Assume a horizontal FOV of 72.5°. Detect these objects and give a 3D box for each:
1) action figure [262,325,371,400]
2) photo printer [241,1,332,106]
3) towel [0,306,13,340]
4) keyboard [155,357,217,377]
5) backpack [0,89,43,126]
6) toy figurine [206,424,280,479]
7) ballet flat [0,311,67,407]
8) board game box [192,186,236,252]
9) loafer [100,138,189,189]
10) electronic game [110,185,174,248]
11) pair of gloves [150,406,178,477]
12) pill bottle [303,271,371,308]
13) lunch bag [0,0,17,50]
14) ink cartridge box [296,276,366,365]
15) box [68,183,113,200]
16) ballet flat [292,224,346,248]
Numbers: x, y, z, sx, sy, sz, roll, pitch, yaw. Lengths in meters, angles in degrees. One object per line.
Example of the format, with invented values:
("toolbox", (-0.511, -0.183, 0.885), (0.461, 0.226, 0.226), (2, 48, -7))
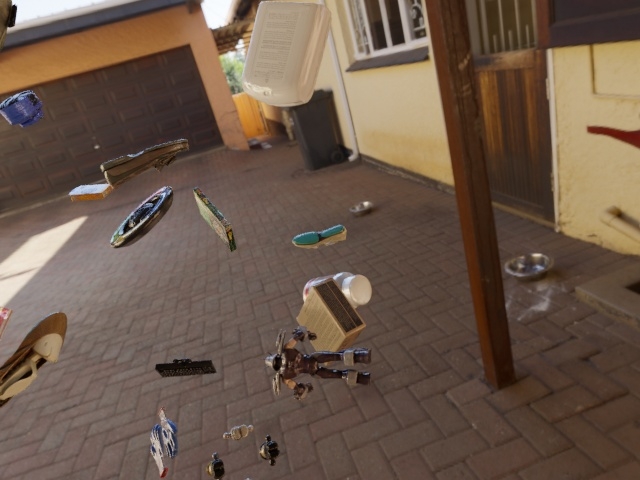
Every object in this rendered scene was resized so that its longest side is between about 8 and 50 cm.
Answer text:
("action figure", (-0.013, 0.319, 1.119), (0.284, 0.185, 0.099), (2, 2, 8))
("photo printer", (-0.115, -0.584, 1.386), (0.256, 0.308, 0.107), (18, 7, 29))
("towel", (-1.124, 0.258, 1.415), (0.029, 0.197, 0.144), (-27, 47, 29))
("keyboard", (-0.431, 0.407, 1.392), (0.180, 0.108, 0.023), (-5, 46, 0))
("backpack", (-0.987, -0.432, 1.449), (0.098, 0.101, 0.120), (-26, 32, 8))
("toy figurine", (-0.262, 0.754, 1.501), (0.213, 0.209, 0.148), (-61, 3, -30))
("ballet flat", (-0.911, 0.382, 1.368), (0.124, 0.116, 0.342), (17, 53, 30))
("board game box", (-0.400, -0.080, 1.648), (0.030, 0.136, 0.259), (-31, 55, -21))
("loafer", (-0.530, -0.237, 1.352), (0.267, 0.084, 0.096), (-22, 10, -13))
("electronic game", (-0.498, -0.067, 1.221), (0.229, 0.048, 0.229), (-31, 31, 21))
("pair of gloves", (-0.476, 0.611, 1.333), (0.023, 0.198, 0.159), (5, 37, -41))
("pill bottle", (0.077, 0.239, 1.985), (0.176, 0.176, 0.318), (-34, 10, -38))
("lunch bag", (-0.798, -0.436, 0.851), (0.305, 0.213, 0.256), (-1, 56, 8))
("ink cartridge box", (0.027, 0.261, 1.394), (0.088, 0.235, 0.193), (-21, 63, -29))
("box", (-0.851, -0.177, 1.613), (0.136, 0.028, 0.081), (-5, 31, 5))
("ballet flat", (0.000, 0.000, 1.325), (0.168, 0.052, 0.057), (-14, 42, 1))
